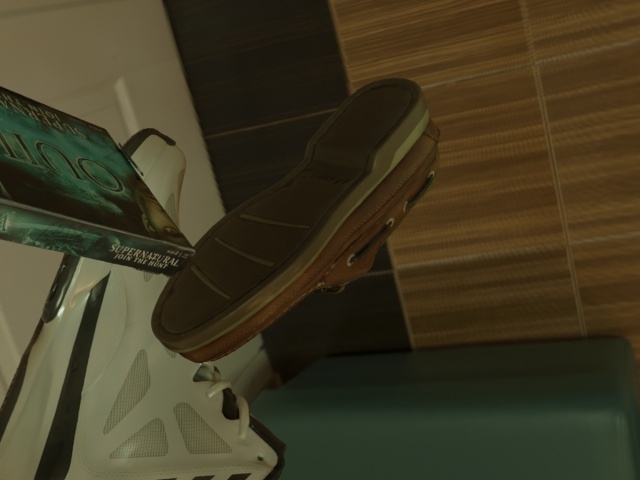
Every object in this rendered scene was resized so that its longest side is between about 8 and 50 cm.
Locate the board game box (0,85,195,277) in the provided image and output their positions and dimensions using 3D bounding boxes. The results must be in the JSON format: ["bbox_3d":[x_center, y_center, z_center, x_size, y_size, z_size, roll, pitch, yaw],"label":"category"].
[{"bbox_3d":[-0.163,-0.042,0.474,0.026,0.186,0.126,-48,61,14],"label":"board game box"}]

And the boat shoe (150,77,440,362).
[{"bbox_3d":[0.000,0.000,0.711,0.110,0.307,0.104,28,155,45],"label":"boat shoe"}]

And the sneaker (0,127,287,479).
[{"bbox_3d":[-0.149,0.116,0.835,0.257,0.448,0.169,22,150,-14],"label":"sneaker"}]
